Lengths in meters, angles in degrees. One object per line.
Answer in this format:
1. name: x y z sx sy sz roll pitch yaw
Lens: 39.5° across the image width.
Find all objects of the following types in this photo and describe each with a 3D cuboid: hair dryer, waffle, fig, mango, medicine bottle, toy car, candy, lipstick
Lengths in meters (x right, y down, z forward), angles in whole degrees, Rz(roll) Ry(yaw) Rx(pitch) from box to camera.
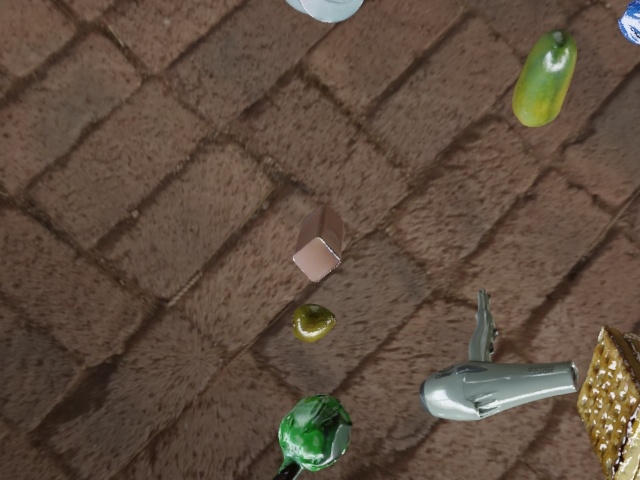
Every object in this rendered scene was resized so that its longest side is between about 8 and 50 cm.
1. hair dryer: 0.292 0.163 1.335 0.267 0.229 0.092 -54 127 -35
2. waffle: 0.599 0.329 1.753 0.091 0.308 0.213 11 111 0
3. fig: -0.011 0.156 1.707 0.088 0.074 0.074 -11 84 -10
4. mango: 0.395 -0.289 1.553 0.091 0.237 0.137 19 62 6
5. medicine bottle: -0.004 -0.283 0.935 0.090 0.217 0.090 -3 115 -7
6. toy car: 0.691 -0.413 1.753 0.216 0.103 0.063 11 44 -14
7. candy: -0.065 0.326 1.100 0.097 0.097 0.323 38 61 -1
8. lipstick: 0.000 0.000 1.079 0.045 0.145 0.045 -38 102 14
